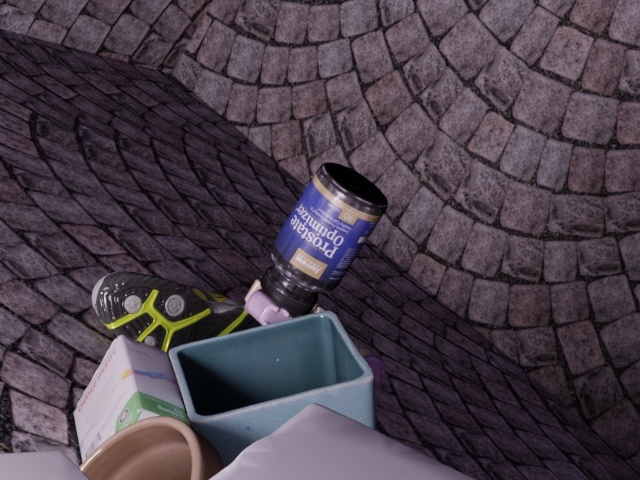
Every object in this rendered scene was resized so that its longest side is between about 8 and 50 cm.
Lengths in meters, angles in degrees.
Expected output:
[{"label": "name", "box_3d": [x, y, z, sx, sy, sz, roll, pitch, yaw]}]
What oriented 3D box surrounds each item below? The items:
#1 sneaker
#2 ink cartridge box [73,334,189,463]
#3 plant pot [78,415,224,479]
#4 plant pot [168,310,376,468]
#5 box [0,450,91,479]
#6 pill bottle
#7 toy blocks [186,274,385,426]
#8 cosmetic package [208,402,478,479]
[{"label": "sneaker", "box_3d": [-0.259, 0.146, 2.524, 0.384, 0.145, 0.147, 23, -3, -39]}, {"label": "ink cartridge box", "box_3d": [-0.278, 0.260, 2.033, 0.093, 0.154, 0.212, 24, 17, -27]}, {"label": "plant pot", "box_3d": [-0.179, 0.388, 1.739, 0.229, 0.263, 0.263, 45, 6, -33]}, {"label": "plant pot", "box_3d": [-0.055, 0.278, 1.940, 0.247, 0.252, 0.247, -13, 21, -9]}, {"label": "box", "box_3d": [-0.373, 0.345, 1.370, 0.168, 0.215, 0.345, 38, 17, 32]}, {"label": "pill bottle", "box_3d": [0.000, 0.000, 2.141, 0.122, 0.219, 0.123, 28, 20, -11]}, {"label": "toy blocks", "box_3d": [-0.032, 0.276, 2.168, 0.288, 0.309, 0.260, 26, 10, -20]}, {"label": "cosmetic package", "box_3d": [0.006, 0.442, 1.420, 0.327, 0.394, 0.329, 25, 22, 18]}]
